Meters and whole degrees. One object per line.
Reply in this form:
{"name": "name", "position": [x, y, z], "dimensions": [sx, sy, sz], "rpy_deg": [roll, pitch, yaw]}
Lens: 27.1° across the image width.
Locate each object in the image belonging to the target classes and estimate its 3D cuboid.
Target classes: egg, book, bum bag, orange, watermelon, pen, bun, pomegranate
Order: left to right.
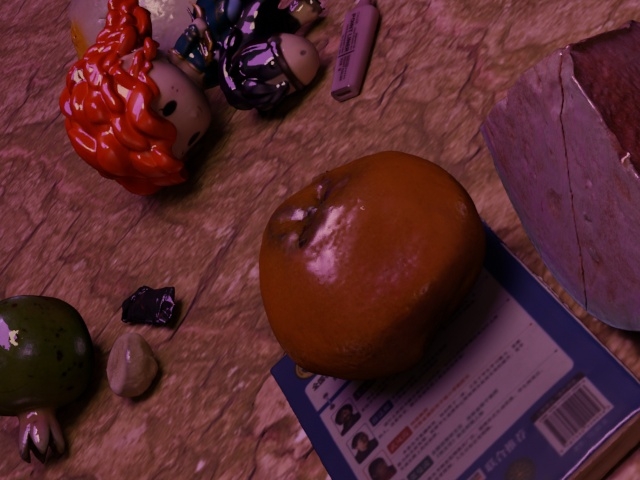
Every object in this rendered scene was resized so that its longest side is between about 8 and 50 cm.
{"name": "pomegranate", "position": [-0.388, 0.185, 1.783], "dimensions": [0.187, 0.187, 0.225], "rpy_deg": [-23, 71, 34]}
{"name": "bun", "position": [-0.241, 0.164, 1.722], "dimensions": [0.086, 0.055, 0.086], "rpy_deg": [-30, 56, 56]}
{"name": "egg", "position": [-0.291, -0.396, 2.200], "dimensions": [0.337, 0.201, 0.337], "rpy_deg": [-27, 41, 27]}
{"name": "bum bag", "position": [-0.231, 0.088, 1.802], "dimensions": [0.124, 0.034, 0.057], "rpy_deg": [3, 69, 50]}
{"name": "pen", "position": [0.051, -0.279, 1.842], "dimensions": [0.053, 0.032, 0.197], "rpy_deg": [-19, 46, 38]}
{"name": "orange", "position": [0.050, 0.017, 1.347], "dimensions": [0.249, 0.183, 0.249], "rpy_deg": [-31, 37, 27]}
{"name": "book", "position": [0.122, 0.149, 1.337], "dimensions": [0.300, 0.039, 0.428], "rpy_deg": [-45, 34, 6]}
{"name": "watermelon", "position": [0.313, -0.074, 1.218], "dimensions": [0.222, 0.319, 0.292], "rpy_deg": [-24, 74, -11]}

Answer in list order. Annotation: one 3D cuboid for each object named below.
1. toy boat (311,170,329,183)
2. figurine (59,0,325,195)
{"name": "toy boat", "position": [0.000, 0.000, 1.607], "dimensions": [0.072, 0.064, 0.206], "rpy_deg": [-44, 28, 41]}
{"name": "figurine", "position": [-0.181, -0.250, 1.938], "dimensions": [0.412, 0.241, 0.306], "rpy_deg": [-24, 65, 6]}
